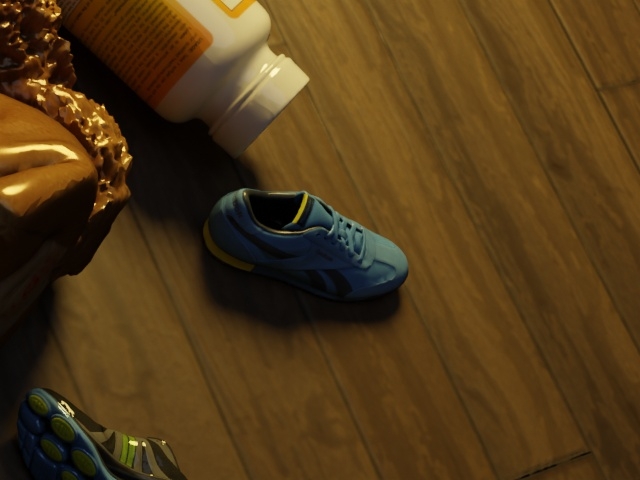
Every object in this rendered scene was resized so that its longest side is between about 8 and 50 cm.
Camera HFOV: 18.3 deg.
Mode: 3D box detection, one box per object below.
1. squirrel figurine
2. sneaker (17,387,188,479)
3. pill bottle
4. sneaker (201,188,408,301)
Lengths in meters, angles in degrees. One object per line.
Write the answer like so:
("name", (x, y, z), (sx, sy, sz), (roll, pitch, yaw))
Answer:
("squirrel figurine", (-0.350, -0.091, 1.544), (0.370, 0.281, 0.397), (38, 35, 6))
("sneaker", (-0.165, 0.184, 1.597), (0.188, 0.067, 0.078), (37, 29, -7))
("pill bottle", (-0.132, -0.192, 1.781), (0.246, 0.136, 0.136), (43, 49, -4))
("sneaker", (0.000, 0.000, 1.790), (0.209, 0.082, 0.069), (15, 54, -26))
